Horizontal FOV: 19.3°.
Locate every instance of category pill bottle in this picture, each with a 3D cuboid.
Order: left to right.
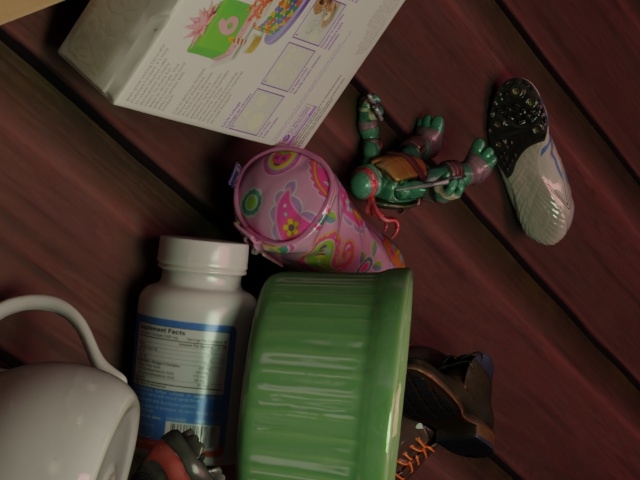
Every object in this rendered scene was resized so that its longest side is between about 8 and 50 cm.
[{"bbox_3d":[-0.127,0.109,1.894,0.124,0.124,0.221,5,91,-54],"label":"pill bottle"}]

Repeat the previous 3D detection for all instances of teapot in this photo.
[{"bbox_3d":[-0.278,0.207,1.663,0.256,0.187,0.252,-60,167,-69],"label":"teapot"}]

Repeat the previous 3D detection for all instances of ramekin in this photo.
[{"bbox_3d":[0.005,0.171,1.898,0.303,0.148,0.303,6,90,-86],"label":"ramekin"}]

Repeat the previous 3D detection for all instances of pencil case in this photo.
[{"bbox_3d":[0.000,0.000,2.019,0.284,0.124,0.124,45,59,-61],"label":"pencil case"}]

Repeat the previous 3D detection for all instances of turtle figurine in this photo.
[{"bbox_3d":[0.098,-0.090,2.181,0.234,0.175,0.118,-16,149,-55],"label":"turtle figurine"}]

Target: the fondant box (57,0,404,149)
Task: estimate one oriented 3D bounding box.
[{"bbox_3d":[-0.068,-0.226,1.837,0.238,0.096,0.330,-55,152,14],"label":"fondant box"}]

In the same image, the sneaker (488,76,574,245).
[{"bbox_3d":[0.275,-0.108,2.465,0.086,0.085,0.237,-73,149,-61],"label":"sneaker"}]

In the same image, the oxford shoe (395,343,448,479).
[{"bbox_3d":[0.082,0.247,2.226,0.097,0.098,0.271,37,65,-50],"label":"oxford shoe"}]

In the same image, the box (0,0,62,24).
[{"bbox_3d":[-0.248,-0.298,1.713,0.201,0.021,0.164,-27,117,-37],"label":"box"}]

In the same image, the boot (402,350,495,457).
[{"bbox_3d":[0.144,0.161,2.175,0.219,0.082,0.106,50,42,-49],"label":"boot"}]

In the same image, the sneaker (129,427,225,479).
[{"bbox_3d":[-0.169,0.283,1.812,0.135,0.097,0.276,-21,151,-28],"label":"sneaker"}]
